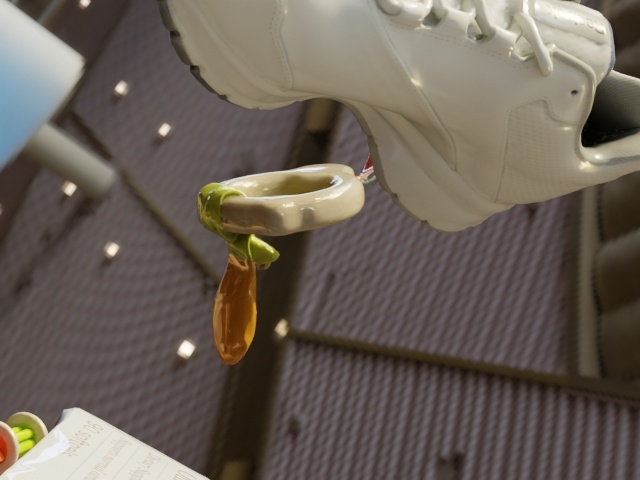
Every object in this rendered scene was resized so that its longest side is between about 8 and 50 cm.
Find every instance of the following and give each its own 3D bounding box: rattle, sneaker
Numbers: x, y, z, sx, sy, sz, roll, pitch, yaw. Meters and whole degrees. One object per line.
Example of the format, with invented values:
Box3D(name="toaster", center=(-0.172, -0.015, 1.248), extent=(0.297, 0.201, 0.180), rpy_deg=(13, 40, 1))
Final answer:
Box3D(name="rattle", center=(0.000, 0.000, 1.179), extent=(0.130, 0.143, 0.199), rpy_deg=(-15, -178, 38))
Box3D(name="sneaker", center=(0.044, -0.094, 0.611), extent=(0.129, 0.297, 0.111), rpy_deg=(-9, -111, 34))

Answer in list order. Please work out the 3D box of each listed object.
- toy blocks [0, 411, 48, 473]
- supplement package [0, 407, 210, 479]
Box3D(name="toy blocks", center=(-0.316, 0.234, 1.388), extent=(0.054, 0.148, 0.123), rpy_deg=(2, -84, 21))
Box3D(name="supplement package", center=(-0.012, 0.131, 0.322), extent=(0.105, 0.179, 0.105), rpy_deg=(-61, 180, 4))
